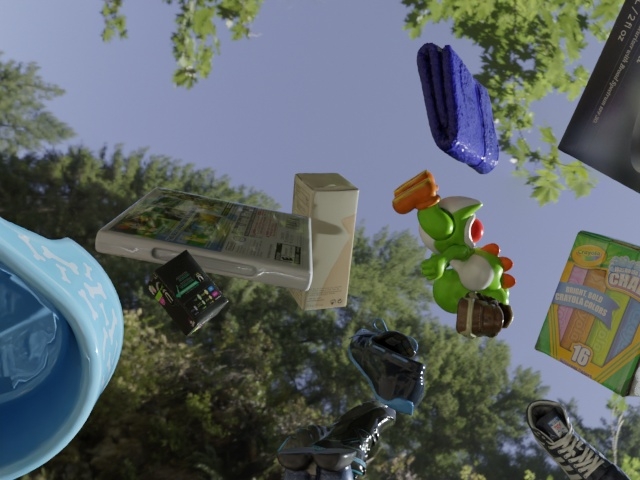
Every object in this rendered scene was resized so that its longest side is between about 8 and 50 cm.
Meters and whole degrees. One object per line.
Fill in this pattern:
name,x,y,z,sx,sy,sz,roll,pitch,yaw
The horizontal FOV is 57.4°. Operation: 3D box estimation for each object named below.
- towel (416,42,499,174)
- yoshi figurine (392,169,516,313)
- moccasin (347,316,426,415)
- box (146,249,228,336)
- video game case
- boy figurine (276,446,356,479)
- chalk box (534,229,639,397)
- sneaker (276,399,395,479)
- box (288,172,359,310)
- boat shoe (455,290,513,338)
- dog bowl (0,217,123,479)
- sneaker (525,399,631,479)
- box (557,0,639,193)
towel,0.305,-0.272,1.235,0.076,0.308,0.228,-16,-101,30
yoshi figurine,0.280,0.033,1.341,0.362,0.203,0.203,53,-23,-8
moccasin,0.156,0.247,1.228,0.117,0.137,0.342,-65,-163,5
box,-0.165,0.066,0.721,0.083,0.052,0.062,50,-33,2
video game case,-0.162,-0.014,0.956,0.299,0.329,0.036,11,-74,-4
boy figurine,-0.014,0.407,0.727,0.177,0.092,0.285,-1,-104,15
chalk box,0.384,0.067,0.718,0.132,0.132,0.213,29,-76,55
sneaker,0.059,0.463,1.303,0.140,0.340,0.125,54,-49,25
box,0.000,0.000,1.443,0.148,0.121,0.311,-129,-139,-59
boat shoe,0.324,0.152,1.137,0.095,0.257,0.095,3,-90,19
dog bowl,-0.247,0.025,0.327,0.166,0.297,0.074,-45,-158,-7
sneaker,0.583,0.479,1.336,0.099,0.153,0.282,-38,-143,-8
box,0.531,-0.196,0.765,0.294,0.182,0.296,40,-41,31
